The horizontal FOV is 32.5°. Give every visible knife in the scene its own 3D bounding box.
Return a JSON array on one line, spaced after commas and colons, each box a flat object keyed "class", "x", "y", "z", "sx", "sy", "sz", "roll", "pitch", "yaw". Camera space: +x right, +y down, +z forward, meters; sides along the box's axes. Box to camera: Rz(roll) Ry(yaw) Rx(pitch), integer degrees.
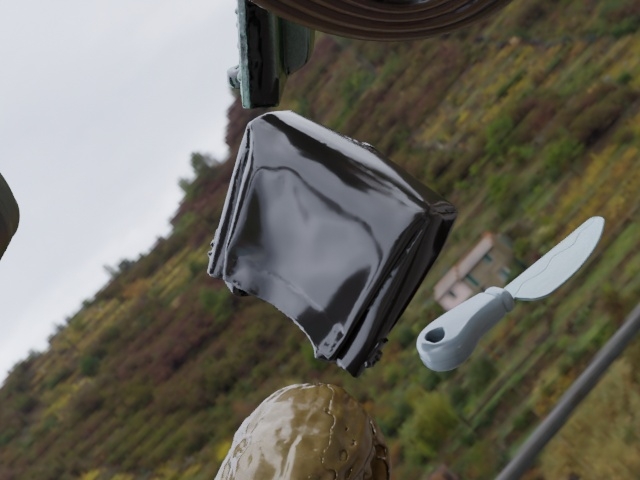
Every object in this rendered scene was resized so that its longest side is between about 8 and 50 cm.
[{"class": "knife", "x": 0.260, "y": 0.061, "z": 1.394, "sx": 0.331, "sy": 0.044, "sz": 0.080, "roll": -33, "pitch": 27, "yaw": -19}]

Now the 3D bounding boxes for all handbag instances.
[{"class": "handbag", "x": 0.000, "y": 0.000, "z": 1.352, "sx": 0.113, "sy": 0.285, "sz": 0.257, "roll": -4, "pitch": -57, "yaw": -60}]

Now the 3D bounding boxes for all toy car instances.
[{"class": "toy car", "x": -0.055, "y": -0.255, "z": 1.260, "sx": 0.320, "sy": 0.097, "sz": 0.141, "roll": -86, "pitch": -5, "yaw": -66}]

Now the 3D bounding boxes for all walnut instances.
[{"class": "walnut", "x": -0.022, "y": 0.272, "z": 1.248, "sx": 0.198, "sy": 0.198, "sz": 0.245, "roll": -54, "pitch": 8, "yaw": 53}]

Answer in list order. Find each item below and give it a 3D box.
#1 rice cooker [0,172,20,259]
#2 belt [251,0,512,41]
[{"class": "rice cooker", "x": -0.580, "y": -0.001, "z": 1.429, "sx": 0.335, "sy": 0.335, "sz": 0.325, "roll": 126, "pitch": 166, "yaw": -54}, {"class": "belt", "x": 0.005, "y": -0.242, "z": 0.635, "sx": 0.217, "sy": 0.122, "sz": 0.339, "roll": -14, "pitch": -23, "yaw": 30}]
